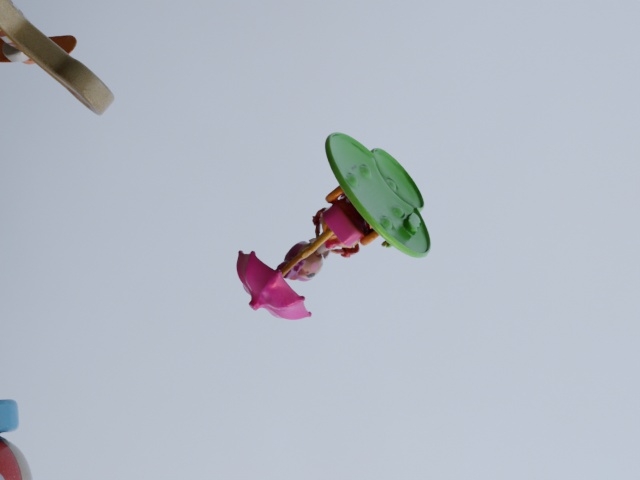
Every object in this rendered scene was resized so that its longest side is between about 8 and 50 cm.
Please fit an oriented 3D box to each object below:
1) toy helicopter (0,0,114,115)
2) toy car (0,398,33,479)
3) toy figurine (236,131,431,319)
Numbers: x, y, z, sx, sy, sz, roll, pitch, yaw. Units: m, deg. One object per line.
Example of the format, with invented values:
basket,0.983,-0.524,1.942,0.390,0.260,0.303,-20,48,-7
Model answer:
toy helicopter,-0.418,-0.282,1.415,0.140,0.355,0.235,-47,164,-11
toy car,-0.500,0.318,1.238,0.210,0.238,0.219,-15,-103,34
toy figurine,0.000,0.000,0.897,0.159,0.130,0.173,-39,-179,21
